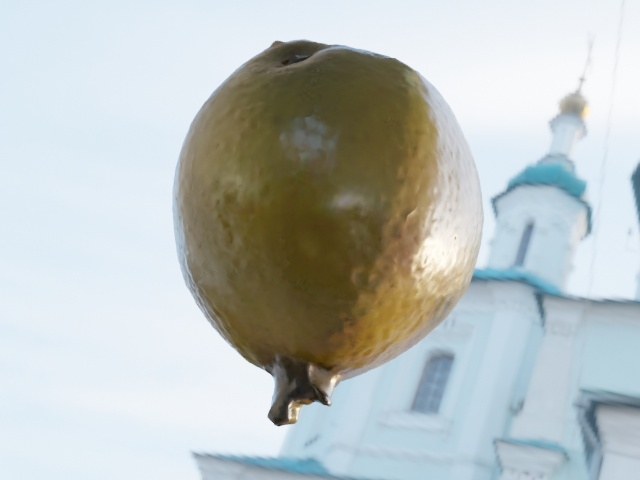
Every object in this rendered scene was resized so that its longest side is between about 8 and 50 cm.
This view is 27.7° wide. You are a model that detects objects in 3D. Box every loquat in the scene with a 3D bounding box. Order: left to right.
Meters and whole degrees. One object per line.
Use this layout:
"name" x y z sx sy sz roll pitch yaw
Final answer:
"loquat" 0.000 0.000 0.824 0.213 0.246 0.213 8 -19 3
